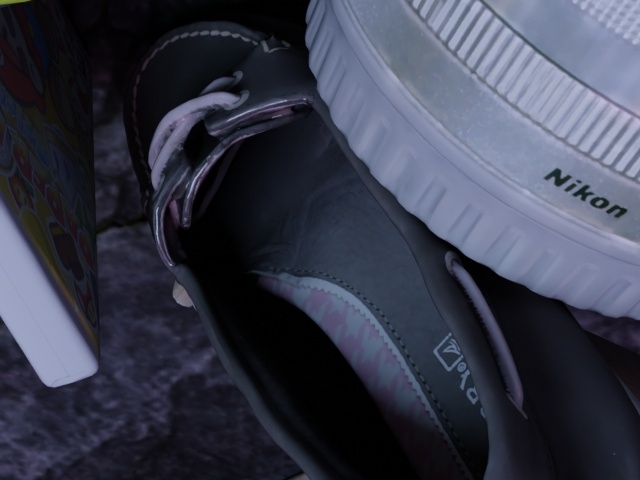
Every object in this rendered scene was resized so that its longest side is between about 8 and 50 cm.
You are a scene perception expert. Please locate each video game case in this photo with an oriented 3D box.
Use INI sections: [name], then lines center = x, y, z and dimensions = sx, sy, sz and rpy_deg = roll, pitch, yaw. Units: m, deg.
[video game case]
center = -0.134, -0.093, 0.574
dimensions = 0.026, 0.206, 0.227
rpy_deg = -18, 130, 5

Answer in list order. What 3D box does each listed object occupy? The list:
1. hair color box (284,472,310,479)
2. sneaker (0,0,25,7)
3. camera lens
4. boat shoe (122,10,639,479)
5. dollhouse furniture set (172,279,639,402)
[hair color box]
center = 0.008, 0.225, 0.878
dimensions = 0.339, 0.185, 0.110
rpy_deg = -26, 125, 25
[sneaker]
center = -0.080, -0.136, 0.483
dimensions = 0.121, 0.300, 0.111
rpy_deg = -21, 106, 36
[camera lens]
center = 0.138, -0.134, 0.502
dimensions = 0.219, 0.219, 0.274
rpy_deg = 20, 132, -14
[boat shoe]
center = 0.000, 0.000, 0.578
dimensions = 0.095, 0.335, 0.112
rpy_deg = 23, 110, -46
[dollhouse furniture set]
center = 0.016, 0.086, 0.703
dimensions = 0.161, 0.242, 0.212
rpy_deg = 25, 132, -18
